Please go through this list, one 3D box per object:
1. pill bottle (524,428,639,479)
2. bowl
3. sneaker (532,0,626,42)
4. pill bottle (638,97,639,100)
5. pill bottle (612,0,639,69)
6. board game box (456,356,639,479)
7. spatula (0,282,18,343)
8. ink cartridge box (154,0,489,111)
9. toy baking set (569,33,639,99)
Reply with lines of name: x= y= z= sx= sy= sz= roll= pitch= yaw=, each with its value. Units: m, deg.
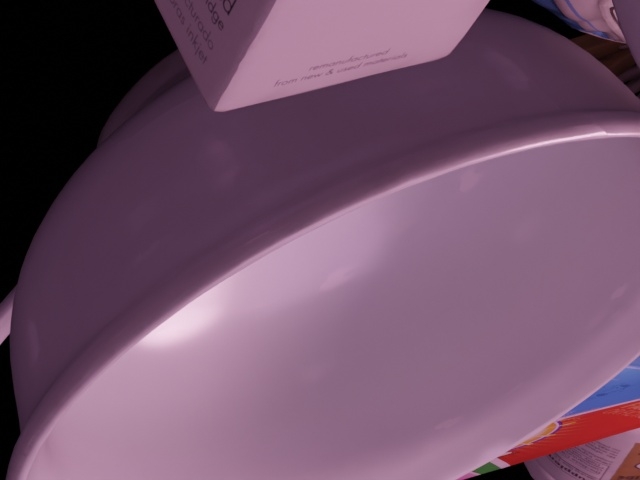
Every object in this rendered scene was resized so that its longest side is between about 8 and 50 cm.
pill bottle: x=0.205 y=0.106 z=1.306 sx=0.131 sy=0.131 sz=0.229 roll=-23 pitch=160 yaw=-13
bowl: x=0.000 y=0.000 z=0.734 sx=0.298 sy=0.134 sz=0.298 roll=-22 pitch=154 yaw=-11
sneaker: x=0.138 y=-0.112 z=0.749 sx=0.086 sy=0.085 sz=0.237 roll=12 pitch=179 yaw=39
pill bottle: x=0.217 y=0.018 z=0.893 sx=0.130 sy=0.130 sz=0.246 roll=-33 pitch=140 yaw=16
pill bottle: x=0.240 y=-0.131 z=0.653 sx=0.278 sy=0.162 sz=0.162 roll=-28 pitch=163 yaw=-31
board game box: x=0.064 y=0.090 z=1.056 sx=0.316 sy=0.064 sz=0.242 roll=-21 pitch=163 yaw=28
spatula: x=-0.069 y=0.005 z=0.862 sx=0.168 sy=0.019 sz=0.242 roll=-10 pitch=154 yaw=-43
ink cartridge box: x=0.015 y=-0.150 z=0.411 sx=0.078 sy=0.134 sz=0.231 roll=-15 pitch=156 yaw=-30
toy baking set: x=0.177 y=-0.102 z=0.907 sx=0.197 sy=0.030 sz=0.256 roll=-24 pitch=158 yaw=3
